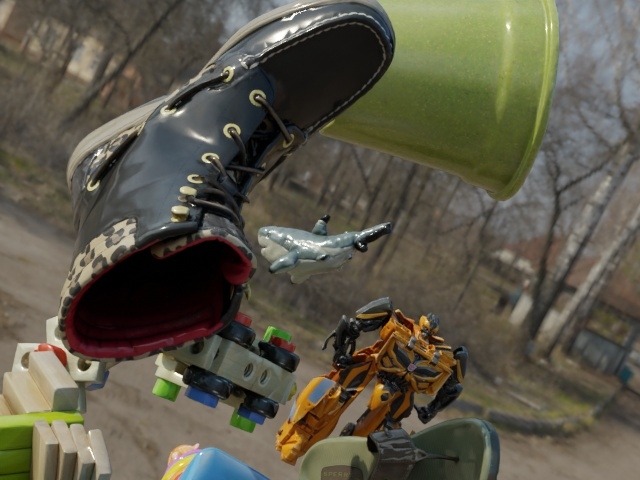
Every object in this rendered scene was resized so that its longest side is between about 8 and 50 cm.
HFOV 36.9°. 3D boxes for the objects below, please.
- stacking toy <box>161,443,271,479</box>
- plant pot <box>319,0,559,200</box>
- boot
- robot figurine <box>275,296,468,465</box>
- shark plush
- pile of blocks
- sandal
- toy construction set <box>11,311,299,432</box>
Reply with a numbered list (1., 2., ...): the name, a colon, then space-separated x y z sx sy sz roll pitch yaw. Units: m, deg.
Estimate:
1. stacking toy: -0.165 0.347 1.313 0.165 0.175 0.302 37 -6 -18
2. plant pot: 0.133 -0.204 1.220 0.253 0.276 0.276 8 6 -7
3. boot: -0.085 -0.062 0.883 0.138 0.377 0.284 57 14 -33
4. robot figurine: 0.076 0.222 1.359 0.211 0.291 0.085 33 19 -13
5. shark plush: 0.000 0.000 1.113 0.161 0.067 0.073 -17 -21 31
6. pile of blocks: -0.218 0.230 0.704 0.112 0.149 0.362 0 40 -31
7. sandal: 0.071 0.262 1.067 0.086 0.120 0.302 25 -31 -39
8. toy construction set: -0.146 0.119 1.000 0.215 0.151 0.327 17 3 30
